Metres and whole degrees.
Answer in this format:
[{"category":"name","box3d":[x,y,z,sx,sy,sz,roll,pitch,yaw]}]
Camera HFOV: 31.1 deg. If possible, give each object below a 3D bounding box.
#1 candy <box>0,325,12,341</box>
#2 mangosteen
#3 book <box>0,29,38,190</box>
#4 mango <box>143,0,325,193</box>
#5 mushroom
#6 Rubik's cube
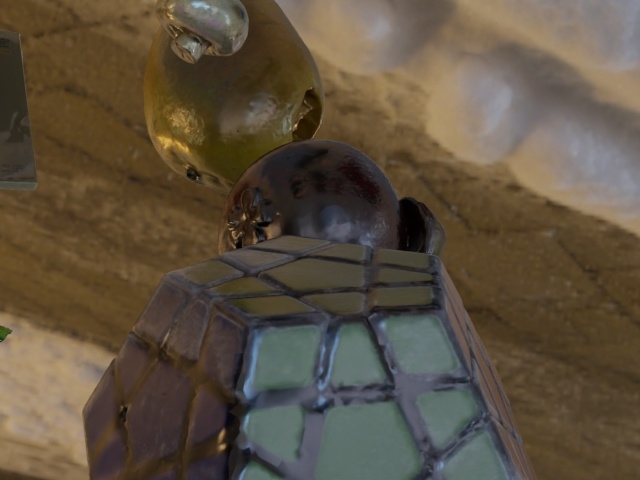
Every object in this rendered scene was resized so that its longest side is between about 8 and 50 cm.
[{"category":"candy","box3d":[-0.252,0.095,0.602,0.102,0.178,0.032,34,176,5]},{"category":"mangosteen","box3d":[0.000,0.000,1.125,0.210,0.209,0.210,9,156,4]},{"category":"book","box3d":[-0.376,-0.144,1.213,0.139,0.198,0.016,2,151,-28]},{"category":"mango","box3d":[-0.128,-0.230,1.613,0.253,0.364,0.182,-16,151,9]},{"category":"mushroom","box3d":[-0.104,-0.188,0.987,0.084,0.067,0.083,29,169,6]},{"category":"Rubik's cube","box3d":[-0.004,0.147,0.788,0.264,0.319,0.319,23,154,-36]}]
